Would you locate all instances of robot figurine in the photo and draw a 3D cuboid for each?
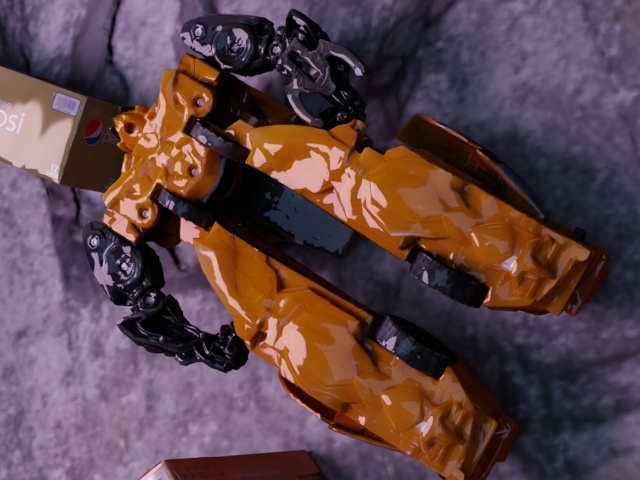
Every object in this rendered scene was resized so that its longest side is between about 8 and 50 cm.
[{"bbox_3d":[0.000,0.000,0.792,0.291,0.085,0.211,32,99,25],"label":"robot figurine"}]

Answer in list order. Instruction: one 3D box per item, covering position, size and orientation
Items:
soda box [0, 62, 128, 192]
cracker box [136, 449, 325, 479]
[{"bbox_3d":[-0.209,-0.085,0.918,0.181,0.061,0.058,21,95,27],"label":"soda box"},{"bbox_3d":[-0.111,0.205,0.787,0.232,0.155,0.067,-38,69,18],"label":"cracker box"}]
